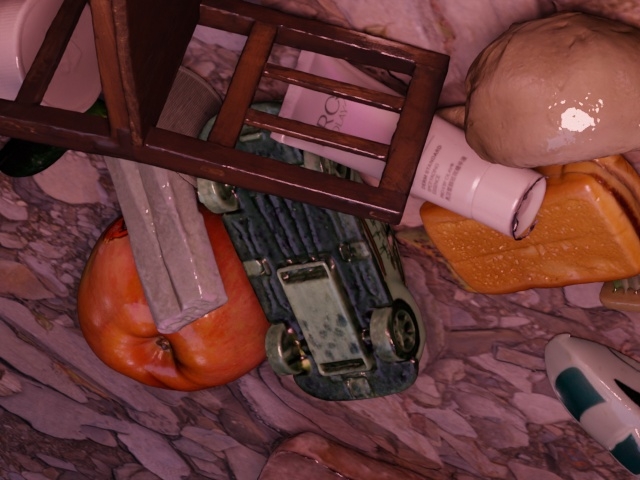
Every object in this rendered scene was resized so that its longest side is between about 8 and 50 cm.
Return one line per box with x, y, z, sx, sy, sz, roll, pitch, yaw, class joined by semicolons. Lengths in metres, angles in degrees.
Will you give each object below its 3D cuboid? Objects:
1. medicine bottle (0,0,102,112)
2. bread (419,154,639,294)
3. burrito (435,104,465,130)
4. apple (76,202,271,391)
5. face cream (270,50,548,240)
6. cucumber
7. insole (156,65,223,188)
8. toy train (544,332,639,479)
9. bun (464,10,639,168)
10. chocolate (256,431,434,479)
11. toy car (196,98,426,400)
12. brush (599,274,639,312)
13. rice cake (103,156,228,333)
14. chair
-0.314;-0.157;1.523;0.237;0.139;0.139;0;140;36;medicine bottle
0.185;-0.018;1.443;0.200;0.077;0.116;-10;135;44;bread
0.100;-0.094;1.430;0.185;0.041;0.045;-4;179;37;burrito
-0.139;0.057;1.687;0.209;0.164;0.209;15;145;11;apple
0.072;-0.078;1.389;0.244;0.092;0.058;28;-166;24;face cream
-0.256;-0.099;1.619;0.056;0.056;0.284;38;158;-19;cucumber
-0.089;-0.073;1.554;0.003;0.080;0.232;19;157;50;insole
0.384;0.223;1.642;0.407;0.088;0.086;29;148;-4;toy train
0.183;-0.115;1.268;0.173;0.166;0.113;-6;94;29;bun
0.072;0.322;1.982;0.303;0.100;0.185;22;137;1;chocolate
0.000;0.000;1.550;0.136;0.125;0.306;-11;112;31;toy car
0.374;0.042;1.426;0.282;0.054;0.048;6;123;27;brush
-0.148;-0.030;1.566;0.085;0.040;0.226;-21;84;40;rice cake
-0.113;-0.189;1.271;0.416;0.203;0.240;12;142;7;chair
